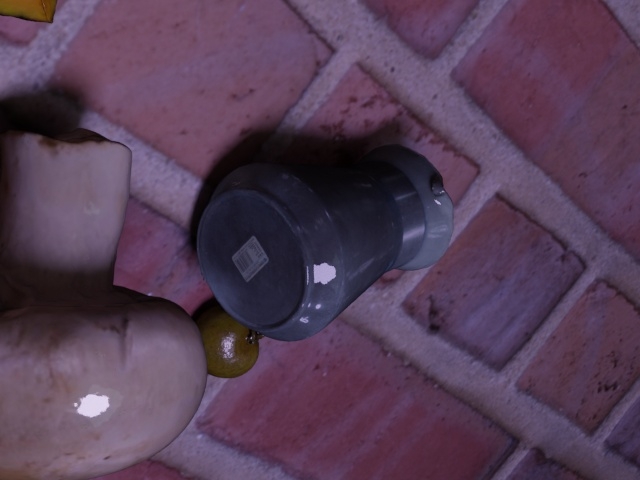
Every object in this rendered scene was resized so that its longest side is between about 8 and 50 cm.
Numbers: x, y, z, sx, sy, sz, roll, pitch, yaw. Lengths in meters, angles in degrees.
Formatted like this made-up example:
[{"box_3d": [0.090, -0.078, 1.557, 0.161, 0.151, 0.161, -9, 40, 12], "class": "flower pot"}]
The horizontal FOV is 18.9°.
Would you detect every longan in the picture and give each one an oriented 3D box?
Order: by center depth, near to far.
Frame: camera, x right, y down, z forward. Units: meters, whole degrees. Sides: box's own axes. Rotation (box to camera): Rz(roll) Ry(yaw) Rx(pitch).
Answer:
[{"box_3d": [-0.089, 0.100, 1.900, 0.075, 0.083, 0.075, 14, 74, -58], "class": "longan"}]

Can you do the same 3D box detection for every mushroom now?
[{"box_3d": [-0.242, 0.053, 1.582, 0.292, 0.292, 0.290, -7, 96, -45], "class": "mushroom"}]

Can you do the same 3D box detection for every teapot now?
[{"box_3d": [0.000, 0.000, 1.851, 0.225, 0.171, 0.203, -19, 168, -46], "class": "teapot"}]

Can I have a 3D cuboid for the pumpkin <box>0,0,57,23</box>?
[{"box_3d": [-0.294, -0.285, 1.297, 0.169, 0.148, 0.312, -7, 138, 10], "class": "pumpkin"}]
